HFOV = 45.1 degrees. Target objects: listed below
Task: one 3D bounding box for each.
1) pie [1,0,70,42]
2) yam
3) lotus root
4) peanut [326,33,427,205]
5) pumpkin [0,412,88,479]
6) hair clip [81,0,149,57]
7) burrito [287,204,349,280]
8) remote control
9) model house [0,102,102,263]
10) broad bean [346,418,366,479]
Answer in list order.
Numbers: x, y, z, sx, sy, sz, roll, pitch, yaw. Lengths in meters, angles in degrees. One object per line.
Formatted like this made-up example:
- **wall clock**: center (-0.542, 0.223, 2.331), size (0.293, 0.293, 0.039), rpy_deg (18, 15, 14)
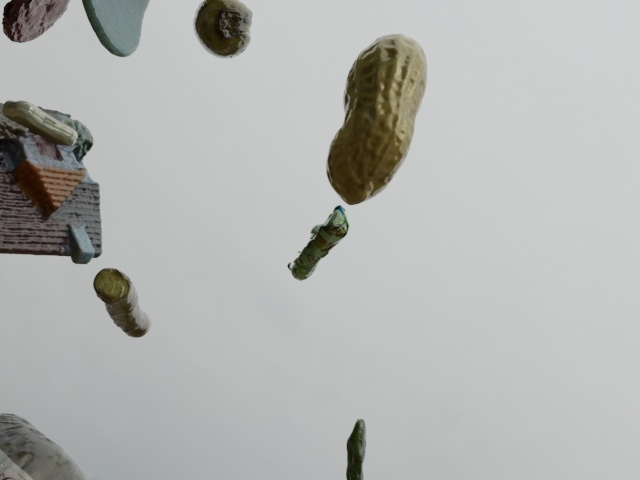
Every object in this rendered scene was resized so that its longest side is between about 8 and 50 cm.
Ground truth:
- **pie**: center (-0.483, -0.401, 1.321), size (0.036, 0.154, 0.154), rpy_deg (44, -31, -1)
- **yam**: center (-0.423, 0.145, 1.677), size (0.081, 0.081, 0.356), rpy_deg (40, -17, 10)
- **lotus root**: center (-0.242, -0.523, 1.890), size (0.154, 0.154, 0.278), rpy_deg (57, 0, -16)
- **peanut**: center (0.095, -0.203, 1.288), size (0.147, 0.305, 0.147), rpy_deg (13, -16, 4)
- **pumpkin**: center (-0.422, 0.361, 1.039), size (0.260, 0.189, 0.260), rpy_deg (35, -33, 27)
- **hair clip**: center (-0.250, -0.505, 1.024), size (0.238, 0.318, 0.392), rpy_deg (-22, -65, 34)
- **burrito**: center (0.000, 0.000, 1.512), size (0.054, 0.104, 0.288), rpy_deg (30, -30, -4)
- **remote control**: center (-0.471, -0.198, 1.298), size (0.074, 0.032, 0.122), rpy_deg (9, -17, 37)
- **model house**: center (-0.692, -0.096, 1.818), size (0.297, 0.360, 0.339), rpy_deg (-43, -116, 26)
- **broad bean**: center (0.077, 0.478, 1.630), size (0.046, 0.195, 0.061), rpy_deg (-8, -13, 19)
